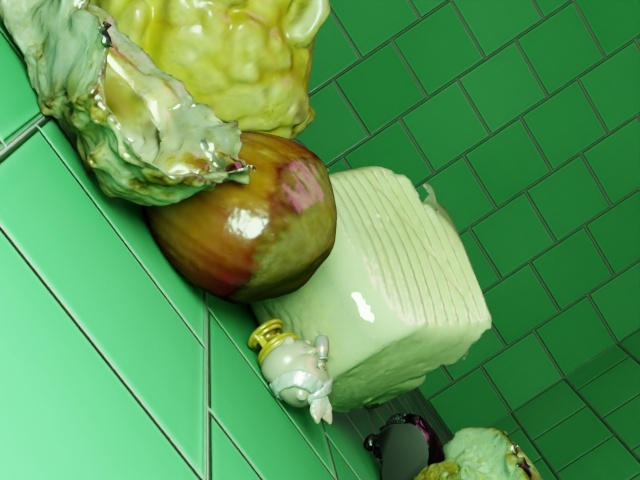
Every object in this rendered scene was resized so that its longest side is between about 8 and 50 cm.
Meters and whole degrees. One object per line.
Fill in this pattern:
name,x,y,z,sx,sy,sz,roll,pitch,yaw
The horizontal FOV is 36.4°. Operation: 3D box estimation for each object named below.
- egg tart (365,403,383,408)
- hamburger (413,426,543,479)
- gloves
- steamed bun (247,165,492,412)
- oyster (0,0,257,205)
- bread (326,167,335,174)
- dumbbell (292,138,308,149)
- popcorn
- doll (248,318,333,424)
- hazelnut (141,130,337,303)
egg tart,0.134,0.174,1.784,0.279,0.094,0.279,10,90,-72
hamburger,0.189,0.363,0.952,0.277,0.195,0.318,53,6,-26
gloves,0.134,0.316,1.406,0.129,0.106,0.180,55,6,16
steamed bun,0.024,0.080,1.223,0.273,0.272,0.290,0,46,-43
oyster,-0.201,-0.161,0.879,0.337,0.133,0.198,55,4,16
bread,0.000,0.000,1.923,0.251,0.208,0.376,50,8,-21
dumbbell,-0.030,-0.009,1.602,0.406,0.179,0.179,58,3,30
popcorn,-0.163,-0.306,1.364,0.344,0.353,0.390,44,-49,45
doll,-0.018,0.138,1.053,0.127,0.084,0.073,49,1,25
hazelnut,-0.078,-0.033,1.007,0.210,0.186,0.210,51,25,-35
